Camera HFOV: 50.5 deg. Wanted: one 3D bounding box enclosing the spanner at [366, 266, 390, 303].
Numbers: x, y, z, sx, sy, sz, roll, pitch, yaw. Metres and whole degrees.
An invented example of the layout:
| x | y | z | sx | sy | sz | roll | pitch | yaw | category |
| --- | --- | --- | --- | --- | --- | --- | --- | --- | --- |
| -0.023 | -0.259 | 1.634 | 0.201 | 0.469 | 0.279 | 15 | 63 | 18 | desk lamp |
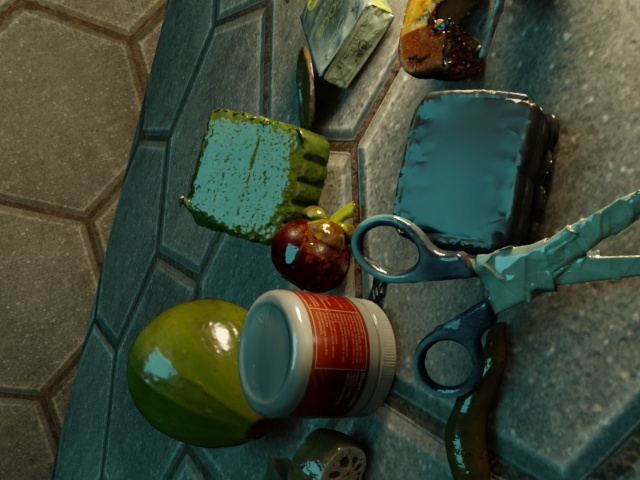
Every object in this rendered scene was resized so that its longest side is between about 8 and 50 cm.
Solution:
| x | y | z | sx | sy | sz | roll | pitch | yaw | category |
| --- | --- | --- | --- | --- | --- | --- | --- | --- | --- |
| 0.070 | 0.130 | 1.174 | 0.208 | 0.012 | 0.046 | -62 | 32 | 25 | spanner |

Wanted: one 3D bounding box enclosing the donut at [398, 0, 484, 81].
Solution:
| x | y | z | sx | sy | sz | roll | pitch | yaw | category |
| --- | --- | --- | --- | --- | --- | --- | --- | --- | --- |
| 0.199 | -0.340 | 1.072 | 0.141 | 0.085 | 0.217 | -6 | 72 | 60 | donut |

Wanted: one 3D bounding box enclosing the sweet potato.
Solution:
| x | y | z | sx | sy | sz | roll | pitch | yaw | category |
| --- | --- | --- | --- | --- | --- | --- | --- | --- | --- |
| 0.196 | 0.225 | 0.872 | 0.069 | 0.059 | 0.249 | 1 | 75 | 40 | sweet potato |

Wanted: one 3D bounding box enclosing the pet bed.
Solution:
| x | y | z | sx | sy | sz | roll | pitch | yaw | category |
| --- | --- | --- | --- | --- | --- | --- | --- | --- | --- |
| 0.206 | -0.079 | 0.897 | 0.183 | 0.159 | 0.210 | 9 | 86 | 32 | pet bed |

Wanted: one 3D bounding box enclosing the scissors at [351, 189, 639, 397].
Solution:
| x | y | z | sx | sy | sz | roll | pitch | yaw | category |
| --- | --- | --- | --- | --- | --- | --- | --- | --- | --- |
| 0.229 | 0.043 | 0.770 | 0.384 | 0.029 | 0.256 | -21 | 97 | 35 | scissors |

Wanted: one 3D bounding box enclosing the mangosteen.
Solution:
| x | y | z | sx | sy | sz | roll | pitch | yaw | category |
| --- | --- | --- | --- | --- | --- | --- | --- | --- | --- |
| -0.011 | 0.001 | 1.231 | 0.156 | 0.146 | 0.181 | 31 | 105 | 62 | mangosteen |

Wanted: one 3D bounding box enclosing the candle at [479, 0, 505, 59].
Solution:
| x | y | z | sx | sy | sz | roll | pitch | yaw | category |
| --- | --- | --- | --- | --- | --- | --- | --- | --- | --- |
| 0.248 | -0.421 | 0.926 | 0.187 | 0.187 | 0.330 | -16 | 66 | 57 | candle |

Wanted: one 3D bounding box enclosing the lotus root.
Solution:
| x | y | z | sx | sy | sz | roll | pitch | yaw | category |
| --- | --- | --- | --- | --- | --- | --- | --- | --- | --- |
| 0.011 | 0.364 | 1.075 | 0.081 | 0.112 | 0.122 | 12 | 87 | 55 | lotus root |

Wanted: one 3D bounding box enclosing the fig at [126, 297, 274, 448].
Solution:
| x | y | z | sx | sy | sz | roll | pitch | yaw | category |
| --- | --- | --- | --- | --- | --- | --- | --- | --- | --- |
| -0.209 | 0.272 | 1.333 | 0.316 | 0.316 | 0.316 | -32 | 52 | 52 | fig |

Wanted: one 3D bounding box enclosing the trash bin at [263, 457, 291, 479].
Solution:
| x | y | z | sx | sy | sz | roll | pitch | yaw | category |
| --- | --- | --- | --- | --- | --- | --- | --- | --- | --- |
| -0.080 | 0.462 | 1.269 | 0.061 | 0.043 | 0.092 | 38 | 115 | 58 | trash bin |

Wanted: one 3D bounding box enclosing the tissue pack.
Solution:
| x | y | z | sx | sy | sz | roll | pitch | yaw | category |
| --- | --- | --- | --- | --- | --- | --- | --- | --- | --- |
| 0.049 | -0.457 | 1.386 | 0.185 | 0.081 | 0.257 | -54 | 35 | 35 | tissue pack |

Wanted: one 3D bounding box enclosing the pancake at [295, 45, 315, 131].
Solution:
| x | y | z | sx | sy | sz | roll | pitch | yaw | category |
| --- | --- | --- | --- | --- | --- | --- | --- | --- | --- |
| -0.032 | -0.321 | 1.463 | 0.199 | 0.021 | 0.199 | 178 | 90 | -81 | pancake |

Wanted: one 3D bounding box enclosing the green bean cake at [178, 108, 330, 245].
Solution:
| x | y | z | sx | sy | sz | roll | pitch | yaw | category |
| --- | --- | --- | --- | --- | --- | --- | --- | --- | --- |
| -0.127 | -0.125 | 1.391 | 0.247 | 0.156 | 0.249 | 17 | 95 | 22 | green bean cake |

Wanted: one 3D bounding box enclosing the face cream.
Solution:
| x | y | z | sx | sy | sz | roll | pitch | yaw | category |
| --- | --- | --- | --- | --- | --- | --- | --- | --- | --- |
| -0.010 | 0.184 | 1.094 | 0.201 | 0.187 | 0.201 | -20 | 66 | 54 | face cream |
